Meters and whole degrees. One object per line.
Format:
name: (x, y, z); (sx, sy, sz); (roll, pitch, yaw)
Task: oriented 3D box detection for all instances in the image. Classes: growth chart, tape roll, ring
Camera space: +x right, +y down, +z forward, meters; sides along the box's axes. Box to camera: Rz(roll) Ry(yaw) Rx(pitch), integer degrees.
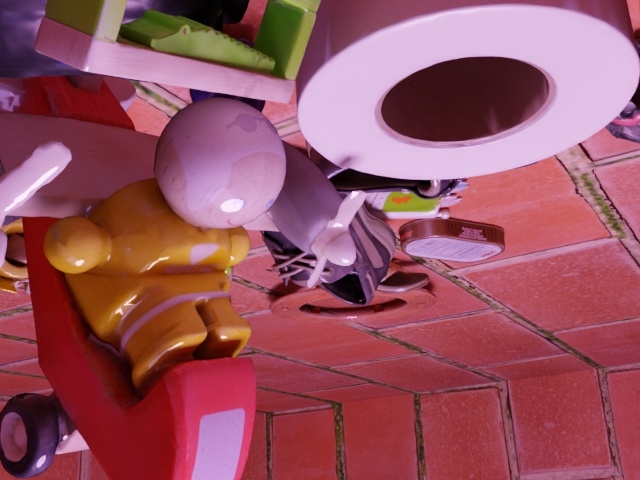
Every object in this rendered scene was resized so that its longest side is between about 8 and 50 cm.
growth chart: (0.124, -0.074, 1.080); (0.172, 0.021, 0.237); (-4, 161, 0)
tape roll: (0.100, -0.171, 0.591); (0.246, 0.169, 0.246); (-2, 161, -1)
ring: (0.065, 0.122, 1.574); (0.336, 0.032, 0.336); (-3, 164, -1)

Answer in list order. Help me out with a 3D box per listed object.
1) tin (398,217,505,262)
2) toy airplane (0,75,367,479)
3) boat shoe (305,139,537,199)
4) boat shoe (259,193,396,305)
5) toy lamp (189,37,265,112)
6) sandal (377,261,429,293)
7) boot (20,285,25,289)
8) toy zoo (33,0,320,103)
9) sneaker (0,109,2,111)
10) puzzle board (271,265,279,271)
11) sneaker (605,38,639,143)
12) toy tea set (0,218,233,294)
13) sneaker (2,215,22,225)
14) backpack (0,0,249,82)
tin: (0.216, 0.002, 1.279); (0.189, 0.040, 0.106); (7, 162, -27)
toy airplane: (-0.137, -0.040, 0.577); (0.272, 0.386, 0.384); (-27, 116, 35)
boat shoe: (0.126, -0.093, 0.908); (0.285, 0.092, 0.103); (0, 150, -7)
boat shoe: (0.000, 0.000, 1.063); (0.132, 0.130, 0.355); (-6, 157, 34)
toy lamp: (-0.114, -0.120, 0.834); (0.080, 0.080, 0.275); (4, 158, -17)
sandal: (0.105, 0.058, 1.393); (0.180, 0.049, 0.072); (6, -160, 9)
boot: (-0.522, 0.031, 1.179); (0.236, 0.089, 0.269); (-10, 160, 19)
toy zoo: (-0.019, -0.213, 0.357); (0.030, 0.293, 0.192); (24, -167, 18)
sneaker: (-0.266, -0.149, 0.754); (0.170, 0.068, 0.071); (-19, 160, 37)
puzzle board: (-0.016, 0.036, 1.375); (0.096, 0.011, 0.128); (7, 158, -28)
sneaker: (0.410, -0.155, 0.785); (0.276, 0.098, 0.135); (-7, 159, 18)
toy tea set: (-0.229, -0.020, 0.920); (0.124, 0.200, 0.336); (-10, 160, 43)
sneaker: (-0.445, -0.096, 0.778); (0.330, 0.130, 0.147); (20, 174, -5)
backpack: (-0.197, -0.213, 0.376); (0.263, 0.213, 0.276); (-16, 155, 3)
